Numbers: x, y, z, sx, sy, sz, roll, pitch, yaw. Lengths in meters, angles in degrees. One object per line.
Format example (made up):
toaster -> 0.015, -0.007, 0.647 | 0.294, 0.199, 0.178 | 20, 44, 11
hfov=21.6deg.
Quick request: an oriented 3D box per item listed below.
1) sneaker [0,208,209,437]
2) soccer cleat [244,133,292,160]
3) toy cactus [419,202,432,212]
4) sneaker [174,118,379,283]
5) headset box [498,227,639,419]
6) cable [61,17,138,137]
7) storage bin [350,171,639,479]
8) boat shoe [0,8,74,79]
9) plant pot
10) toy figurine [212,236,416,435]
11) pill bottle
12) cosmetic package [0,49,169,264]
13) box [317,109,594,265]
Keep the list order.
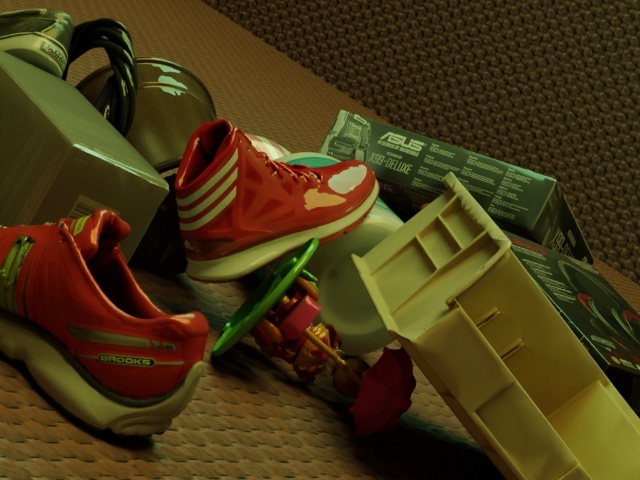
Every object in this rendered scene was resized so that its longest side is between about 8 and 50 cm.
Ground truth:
sneaker -> -0.185, 0.022, 1.167 | 0.279, 0.118, 0.107 | 34, 11, 21
soccer cleat -> -0.038, -0.053, 2.017 | 0.248, 0.083, 0.095 | 32, 15, -1
toy cactus -> 0.155, 0.047, 2.036 | 0.180, 0.112, 0.219 | 43, 4, 16
sneaker -> -0.037, -0.058, 1.485 | 0.087, 0.128, 0.221 | 10, 30, 41
headset box -> 0.275, 0.109, 1.886 | 0.218, 0.110, 0.293 | 20, 23, -41
cable -> -0.225, -0.117, 1.524 | 0.047, 0.184, 0.150 | 24, 7, -42
storage bin -> 0.164, 0.105, 1.426 | 0.262, 0.123, 0.260 | 52, 4, -16
boat shoe -> -0.324, -0.167, 1.545 | 0.219, 0.070, 0.078 | -5, -39, 22
plant pot -> -0.154, -0.062, 1.571 | 0.167, 0.167, 0.165 | 22, 21, -33
toy figurine -> 0.005, 0.100, 1.419 | 0.159, 0.130, 0.173 | 42, -15, -5
pill bottle -> 0.000, 0.000, 1.676 | 0.146, 0.146, 0.264 | 24, 13, -25
cosmetic package -> -0.234, -0.056, 1.389 | 0.107, 0.127, 0.238 | 24, 14, -34
box -> 0.172, -0.040, 2.112 | 0.307, 0.076, 0.242 | 20, -16, 28
